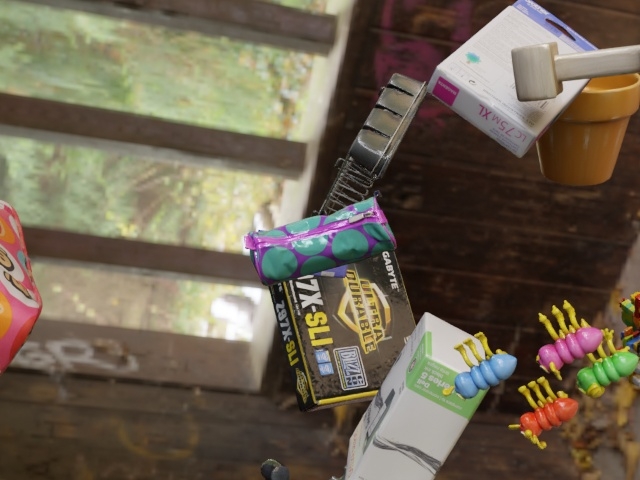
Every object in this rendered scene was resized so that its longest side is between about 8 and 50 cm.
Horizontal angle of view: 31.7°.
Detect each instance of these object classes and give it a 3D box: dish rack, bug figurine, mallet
[{"bbox_3d":[0.074,-0.132,1.833,0.208,0.074,0.271,-59,-1,-36],"label":"dish rack"},{"bbox_3d":[0.302,0.184,1.500,0.216,0.279,0.072,-34,50,21],"label":"bug figurine"},{"bbox_3d":[-0.115,0.461,1.929,0.190,0.039,0.062,-58,19,-20],"label":"mallet"}]

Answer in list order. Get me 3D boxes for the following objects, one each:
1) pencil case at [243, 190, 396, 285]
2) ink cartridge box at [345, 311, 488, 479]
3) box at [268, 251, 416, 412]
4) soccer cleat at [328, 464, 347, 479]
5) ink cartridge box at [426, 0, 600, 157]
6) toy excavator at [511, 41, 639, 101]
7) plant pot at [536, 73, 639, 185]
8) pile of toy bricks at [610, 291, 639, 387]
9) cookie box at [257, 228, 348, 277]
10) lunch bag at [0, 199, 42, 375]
[{"bbox_3d":[0.000,0.000,1.190,0.070,0.151,0.064,68,-174,-61],"label":"pencil case"},{"bbox_3d":[0.149,0.280,1.788,0.273,0.114,0.198,-61,3,16],"label":"ink cartridge box"},{"bbox_3d":[0.048,0.145,2.124,0.079,0.257,0.322,-42,58,57],"label":"box"},{"bbox_3d":[0.004,0.493,1.850,0.121,0.289,0.093,41,168,28],"label":"soccer cleat"},{"bbox_3d":[0.322,-0.270,1.809,0.311,0.185,0.065,-44,-13,-41],"label":"ink cartridge box"},{"bbox_3d":[0.512,-0.247,1.504,0.445,0.432,0.222,-133,33,-81],"label":"toy excavator"},{"bbox_3d":[0.472,-0.208,2.056,0.205,0.205,0.188,-116,23,-65],"label":"plant pot"},{"bbox_3d":[0.570,0.145,2.010,0.105,0.118,0.212,45,153,46],"label":"pile of toy bricks"},{"bbox_3d":[-0.026,0.019,1.593,0.107,0.092,0.040,19,97,37],"label":"cookie box"},{"bbox_3d":[-0.388,0.080,1.044,0.258,0.120,0.293,-47,34,5],"label":"lunch bag"}]
